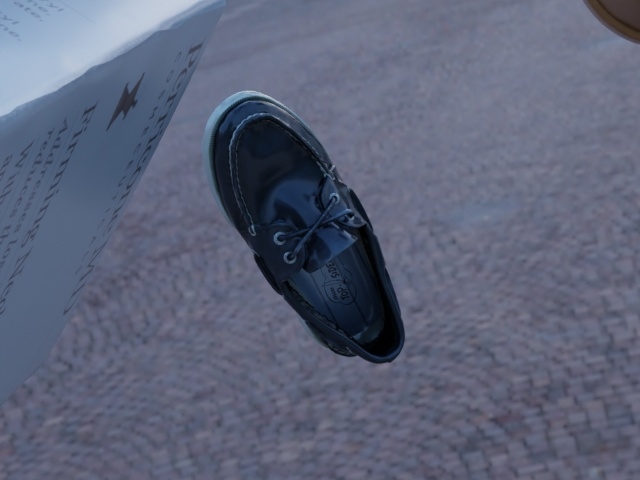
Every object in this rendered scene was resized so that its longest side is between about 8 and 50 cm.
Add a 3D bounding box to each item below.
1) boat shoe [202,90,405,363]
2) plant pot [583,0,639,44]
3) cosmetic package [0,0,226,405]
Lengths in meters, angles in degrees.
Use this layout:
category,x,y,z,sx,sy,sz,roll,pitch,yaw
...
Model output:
category,x,y,z,sx,sy,sz,roll,pitch,yaw
boat shoe,-0.003,0.003,1.333,0.127,0.340,0.113,-34,38,-16
plant pot,0.483,-0.406,1.840,0.290,0.291,0.203,-11,6,13
cosmetic package,-0.307,-0.053,0.762,0.327,0.329,0.394,30,23,1
